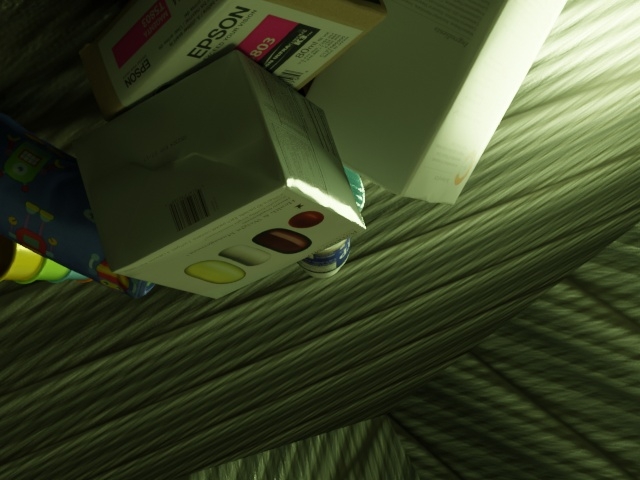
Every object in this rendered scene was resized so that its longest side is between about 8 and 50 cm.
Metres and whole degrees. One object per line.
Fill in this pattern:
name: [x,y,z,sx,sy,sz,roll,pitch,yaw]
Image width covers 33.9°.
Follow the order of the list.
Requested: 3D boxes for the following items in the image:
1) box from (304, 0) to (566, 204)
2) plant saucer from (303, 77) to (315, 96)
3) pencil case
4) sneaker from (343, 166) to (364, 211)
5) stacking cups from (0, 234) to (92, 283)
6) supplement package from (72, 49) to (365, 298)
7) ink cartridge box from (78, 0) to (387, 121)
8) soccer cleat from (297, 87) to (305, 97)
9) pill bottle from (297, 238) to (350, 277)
box: [0.144,-0.233,1.260,0.345,0.168,0.215,-62,159,10]
plant saucer: [0.004,-0.228,1.357,0.029,0.168,0.168,-5,166,18]
pencil case: [-0.301,-0.048,1.210,0.119,0.306,0.133,112,4,-65]
sneaker: [-0.112,-0.083,1.479,0.319,0.127,0.208,25,142,-19]
stacking cups: [-0.376,0.029,1.564,0.096,0.096,0.316,-35,159,19]
supplement package: [-0.094,-0.054,1.046,0.194,0.149,0.203,-26,161,18]
ink cartridge box: [-0.085,-0.201,1.022,0.235,0.088,0.193,-35,158,35]
soccer cleat: [-0.097,-0.141,1.321,0.116,0.318,0.108,-19,129,38]
pill bottle: [0.000,0.000,1.946,0.112,0.112,0.186,-25,160,-8]
